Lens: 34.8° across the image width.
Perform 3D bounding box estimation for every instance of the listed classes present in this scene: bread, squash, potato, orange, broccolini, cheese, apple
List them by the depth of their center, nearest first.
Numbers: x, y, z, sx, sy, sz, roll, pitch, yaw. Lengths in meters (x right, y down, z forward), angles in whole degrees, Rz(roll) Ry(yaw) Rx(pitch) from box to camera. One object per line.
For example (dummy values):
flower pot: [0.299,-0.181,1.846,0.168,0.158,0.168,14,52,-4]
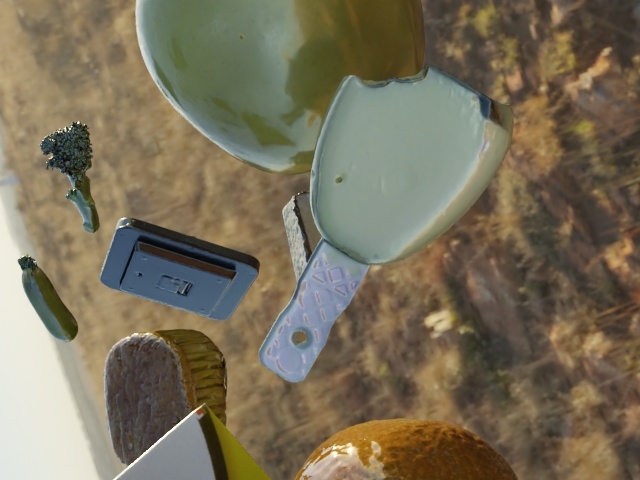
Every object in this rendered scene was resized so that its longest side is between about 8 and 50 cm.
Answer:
cheese: [0.027,-0.012,0.734,0.127,0.255,0.050,32,-170,5]
apple: [-0.028,-0.192,0.909,0.262,0.262,0.262,161,90,-75]
orange: [0.098,0.392,1.210,0.322,0.322,0.356,141,135,-74]
broccolini: [-0.296,-0.064,1.279,0.058,0.067,0.216,22,151,12]
potato: [-0.001,-0.002,1.309,0.061,0.086,0.122,-41,58,54]
squash: [-0.451,0.100,1.684,0.052,0.052,0.183,49,162,53]
bread: [-0.275,0.283,1.792,0.142,0.228,0.253,11,-104,-58]

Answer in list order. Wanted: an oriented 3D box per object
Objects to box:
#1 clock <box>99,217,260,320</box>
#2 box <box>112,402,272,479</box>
clock: [-0.274,0.067,1.943,0.279,0.274,0.049,125,159,-58]
box: [-0.147,0.284,0.835,0.168,0.265,0.097,50,148,5]
